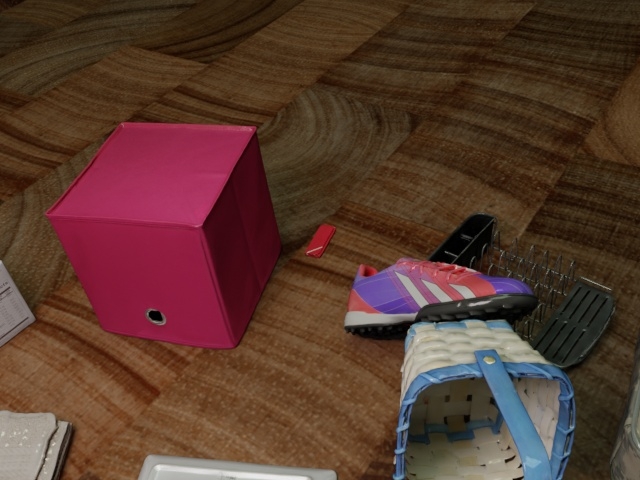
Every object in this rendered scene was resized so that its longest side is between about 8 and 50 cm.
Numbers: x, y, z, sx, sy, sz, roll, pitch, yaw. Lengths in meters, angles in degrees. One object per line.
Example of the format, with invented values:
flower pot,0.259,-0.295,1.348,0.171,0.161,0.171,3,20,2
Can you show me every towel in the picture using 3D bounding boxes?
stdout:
towel,-0.493,0.327,0.908,0.282,0.049,0.187,-7,41,3

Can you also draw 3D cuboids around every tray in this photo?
tray,-0.121,0.339,0.842,0.270,0.030,0.145,1,41,11

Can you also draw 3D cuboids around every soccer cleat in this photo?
soccer cleat,0.152,0.069,0.929,0.318,0.108,0.117,-16,63,50

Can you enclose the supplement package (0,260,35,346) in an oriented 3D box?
supplement package,-0.662,0.100,1.122,0.261,0.145,0.204,22,50,31

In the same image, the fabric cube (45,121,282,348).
fabric cube,-0.232,-0.014,1.089,0.254,0.258,0.259,6,43,15

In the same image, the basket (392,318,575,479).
basket,0.183,0.232,0.740,0.201,0.255,0.289,0,31,1

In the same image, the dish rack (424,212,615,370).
dish rack,0.303,0.077,1.030,0.271,0.074,0.208,26,52,33

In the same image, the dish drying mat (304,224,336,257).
dish drying mat,0.000,0.000,1.220,0.032,0.008,0.083,9,44,21

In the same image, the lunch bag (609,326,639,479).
lunch bag,0.436,0.206,0.724,0.212,0.256,0.305,15,47,22
